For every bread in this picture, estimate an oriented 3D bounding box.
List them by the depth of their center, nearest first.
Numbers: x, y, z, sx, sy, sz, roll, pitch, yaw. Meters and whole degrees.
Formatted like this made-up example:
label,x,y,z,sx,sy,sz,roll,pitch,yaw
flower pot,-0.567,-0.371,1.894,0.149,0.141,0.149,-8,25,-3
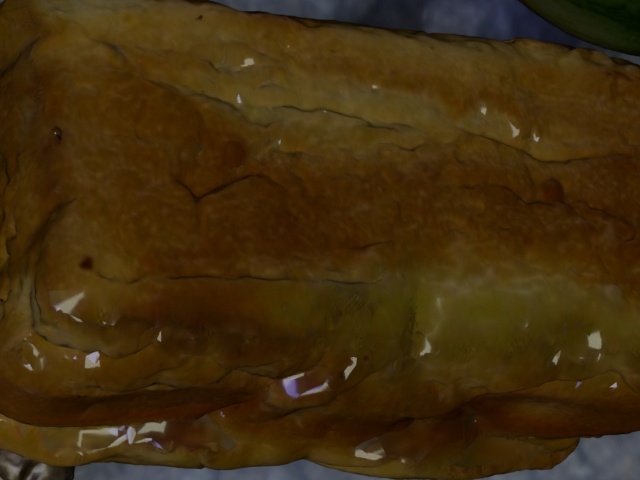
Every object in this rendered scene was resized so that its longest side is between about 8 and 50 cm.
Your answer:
label,x,y,z,sx,sy,sz,roll,pitch,yaw
bread,-0.002,0.005,0.813,0.344,0.149,0.195,6,64,-27

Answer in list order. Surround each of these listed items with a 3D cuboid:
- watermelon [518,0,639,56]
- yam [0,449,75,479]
label,x,y,z,sx,sy,sz,roll,pitch,yaw
watermelon,0.164,-0.174,0.833,0.215,0.188,0.188,-4,98,-3
yam,-0.218,0.057,0.823,0.238,0.129,0.128,25,49,-9
